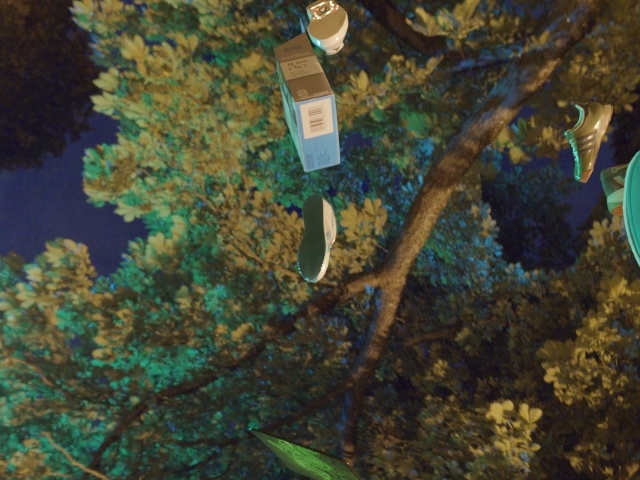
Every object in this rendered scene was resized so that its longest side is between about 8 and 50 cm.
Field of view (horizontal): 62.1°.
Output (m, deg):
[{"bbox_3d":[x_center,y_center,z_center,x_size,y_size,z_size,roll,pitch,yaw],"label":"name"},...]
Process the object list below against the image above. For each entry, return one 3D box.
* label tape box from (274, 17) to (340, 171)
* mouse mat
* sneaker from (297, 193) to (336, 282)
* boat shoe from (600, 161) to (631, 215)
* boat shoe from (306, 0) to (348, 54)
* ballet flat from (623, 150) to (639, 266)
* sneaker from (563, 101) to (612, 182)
[{"bbox_3d":[-0.048,-0.386,1.414,0.105,0.241,0.334,-15,-126,-5],"label":"label tape box"},{"bbox_3d":[-0.007,0.320,0.751,0.152,0.190,0.007,8,-127,27],"label":"mouse mat"},{"bbox_3d":[0.000,0.000,1.364,0.087,0.092,0.229,-6,-114,29],"label":"sneaker"},{"bbox_3d":[0.718,-0.161,1.017,0.342,0.123,0.123,-26,-122,37],"label":"boat shoe"},{"bbox_3d":[0.012,-0.337,0.860,0.066,0.063,0.184,-24,-143,4],"label":"boat shoe"},{"bbox_3d":[0.514,0.051,0.687,0.139,0.139,0.400,-19,-122,20],"label":"ballet flat"},{"bbox_3d":[0.636,-0.244,1.301,0.086,0.064,0.192,15,-74,9],"label":"sneaker"}]
